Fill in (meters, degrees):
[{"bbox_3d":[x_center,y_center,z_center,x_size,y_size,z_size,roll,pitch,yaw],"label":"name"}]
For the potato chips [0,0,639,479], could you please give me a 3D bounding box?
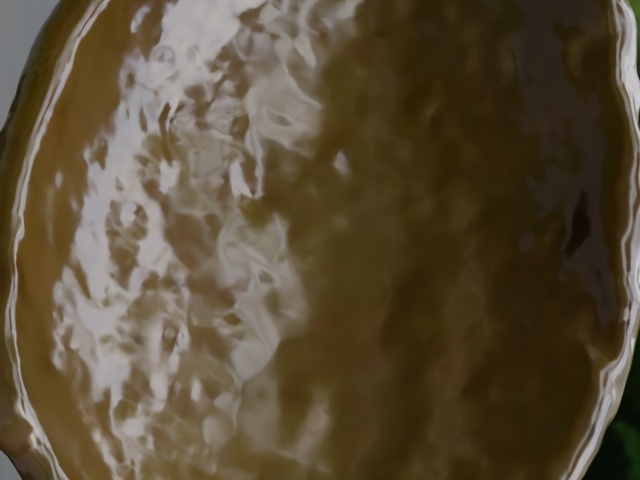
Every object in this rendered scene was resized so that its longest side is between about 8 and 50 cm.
[{"bbox_3d":[0.000,0.000,0.412,0.049,0.150,0.201,111,-14,-60],"label":"potato chips"}]
